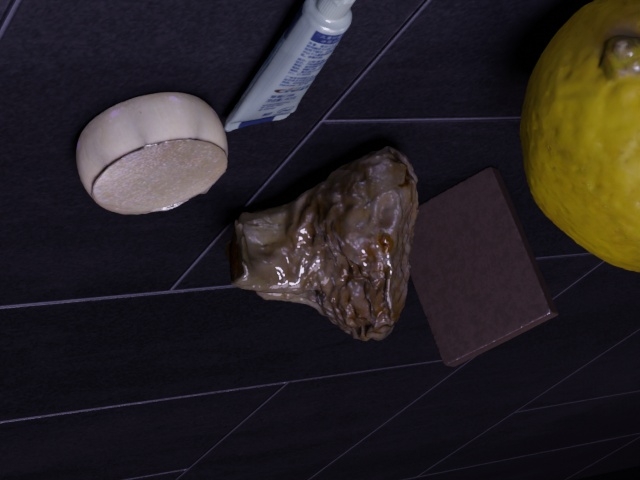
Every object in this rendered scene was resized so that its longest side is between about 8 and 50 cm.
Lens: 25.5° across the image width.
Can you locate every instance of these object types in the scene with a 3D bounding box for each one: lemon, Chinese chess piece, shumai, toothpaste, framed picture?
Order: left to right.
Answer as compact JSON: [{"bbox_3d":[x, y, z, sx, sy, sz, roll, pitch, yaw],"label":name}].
[{"bbox_3d":[-0.134,-0.069,1.134,0.122,0.051,0.122,-16,157,-7],"label":"Chinese chess piece"},{"bbox_3d":[-0.019,-0.138,1.085,0.062,0.037,0.216,-10,161,-25],"label":"toothpaste"},{"bbox_3d":[0.000,0.000,1.325,0.175,0.166,0.206,10,142,-2],"label":"shumai"},{"bbox_3d":[0.155,0.027,1.452,0.128,0.168,0.023,-30,157,24],"label":"framed picture"},{"bbox_3d":[0.289,-0.091,1.176,0.267,0.267,0.267,-17,159,-7],"label":"lemon"}]
